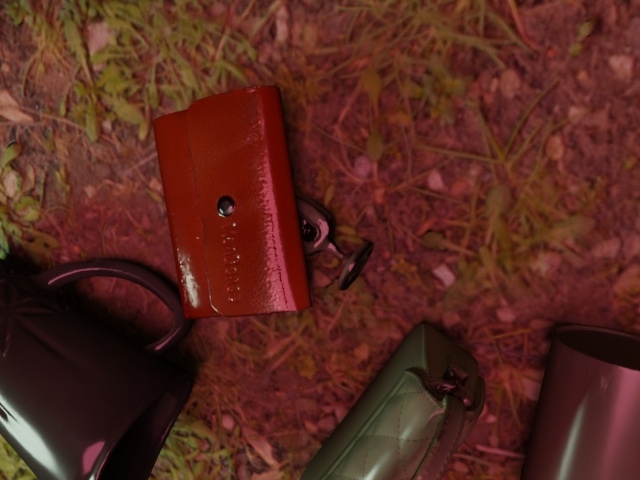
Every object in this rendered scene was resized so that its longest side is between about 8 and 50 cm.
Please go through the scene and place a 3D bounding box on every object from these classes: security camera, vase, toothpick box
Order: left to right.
[{"bbox_3d":[-0.272,0.117,0.507,0.301,0.156,0.251,34,77,10],"label":"vase"},{"bbox_3d":[0.000,0.000,0.474,0.092,0.058,0.058,33,105,13],"label":"security camera"},{"bbox_3d":[0.238,0.175,0.423,0.111,0.111,0.180,8,100,10],"label":"toothpick box"}]

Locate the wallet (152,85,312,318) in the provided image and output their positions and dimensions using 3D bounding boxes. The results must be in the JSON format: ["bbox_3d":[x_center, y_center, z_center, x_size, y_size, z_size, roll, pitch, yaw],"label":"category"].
[{"bbox_3d":[-0.087,-0.029,0.469,0.142,0.045,0.204,-8,91,23],"label":"wallet"}]

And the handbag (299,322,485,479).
[{"bbox_3d":[0.045,0.199,0.410,0.079,0.219,0.256,35,106,6],"label":"handbag"}]
